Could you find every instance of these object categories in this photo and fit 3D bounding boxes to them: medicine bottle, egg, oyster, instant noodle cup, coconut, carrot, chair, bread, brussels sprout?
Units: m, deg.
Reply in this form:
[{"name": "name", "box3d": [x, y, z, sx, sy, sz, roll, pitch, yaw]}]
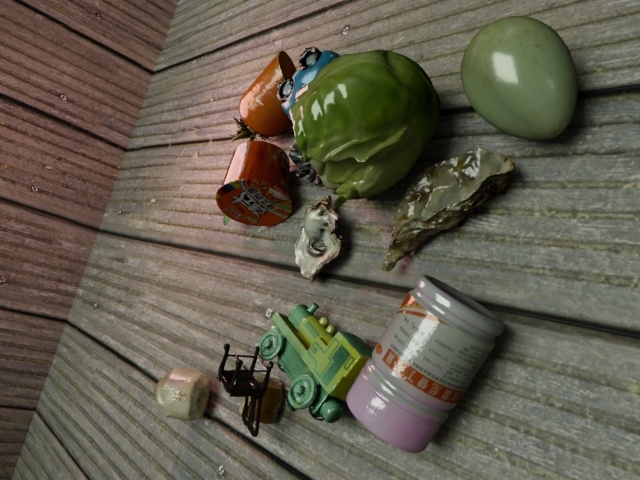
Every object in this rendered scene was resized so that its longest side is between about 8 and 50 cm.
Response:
[{"name": "medicine bottle", "box3d": [0.214, 0.252, 1.139, 0.202, 0.202, 0.316, 39, 104, 49]}, {"name": "egg", "box3d": [0.426, -0.338, 1.165, 0.218, 0.218, 0.295, -39, 55, 30]}, {"name": "oyster", "box3d": [0.286, -0.092, 1.319, 0.396, 0.111, 0.204, -38, 30, 32]}, {"name": "instant noodle cup", "box3d": [-0.206, -0.194, 1.804, 0.250, 0.250, 0.192, -26, 46, 39]}, {"name": "coconut", "box3d": [-0.457, 0.497, 1.784, 0.171, 0.183, 0.171, 10, -90, -86]}, {"name": "carrot", "box3d": [-0.173, -0.467, 1.924, 0.331, 0.214, 0.193, -39, 18, 25]}, {"name": "chair", "box3d": [-0.206, 0.395, 1.425, 0.106, 0.113, 0.229, 30, 109, 58]}, {"name": "bread", "box3d": [-0.163, 0.452, 1.545, 0.082, 0.106, 0.125, 19, 89, 51]}, {"name": "brussels sprout", "box3d": [0.126, -0.300, 1.398, 0.361, 0.425, 0.342, -29, 94, 10]}, {"name": "oyster", "box3d": [0.000, 0.000, 1.594, 0.223, 0.083, 0.214, -55, 37, 23]}]

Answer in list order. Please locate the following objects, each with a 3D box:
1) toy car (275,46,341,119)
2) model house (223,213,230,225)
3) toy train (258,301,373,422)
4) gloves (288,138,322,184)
[{"name": "toy car", "box3d": [0.000, -0.464, 1.731, 0.255, 0.188, 0.190, -49, 52, 15]}, {"name": "model house", "box3d": [-0.287, -0.129, 1.971, 0.117, 0.088, 0.167, -41, 45, 29]}, {"name": "toy train", "box3d": [-0.020, 0.295, 1.435, 0.237, 0.150, 0.369, -53, 41, 5]}, {"name": "gloves", "box3d": [-0.014, -0.241, 1.729, 0.129, 0.106, 0.180, -48, 72, 24]}]
